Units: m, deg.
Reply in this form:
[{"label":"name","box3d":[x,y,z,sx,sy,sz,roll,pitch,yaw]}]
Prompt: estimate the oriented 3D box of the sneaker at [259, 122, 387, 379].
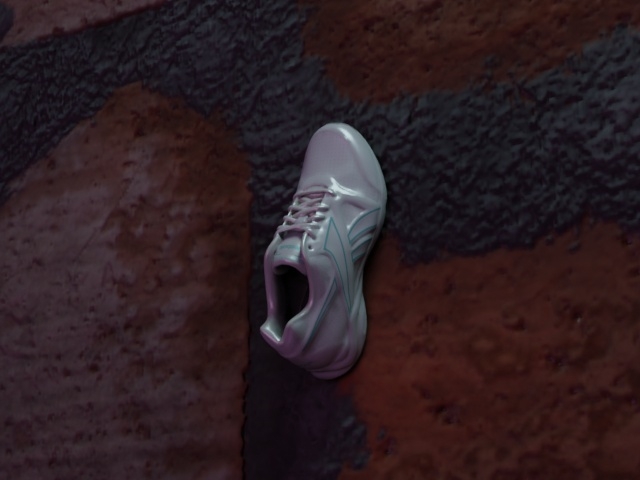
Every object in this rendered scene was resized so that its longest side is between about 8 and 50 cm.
[{"label":"sneaker","box3d":[0.000,0.000,0.965,0.054,0.061,0.152,-8,69,36]}]
